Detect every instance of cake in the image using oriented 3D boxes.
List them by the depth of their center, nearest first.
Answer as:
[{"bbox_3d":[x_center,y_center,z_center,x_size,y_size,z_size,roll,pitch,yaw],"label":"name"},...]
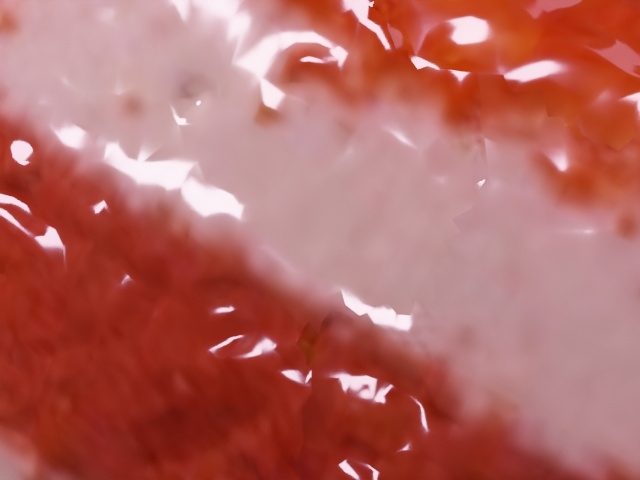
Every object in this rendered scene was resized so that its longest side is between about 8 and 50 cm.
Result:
[{"bbox_3d":[0.016,0.039,0.474,0.270,0.319,0.269,33,20,23],"label":"cake"}]
